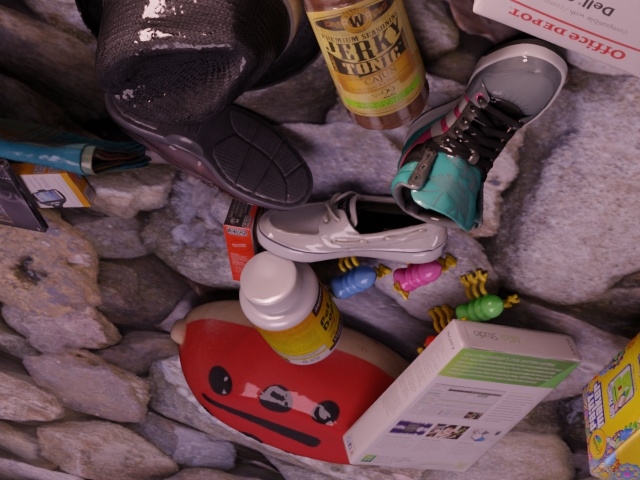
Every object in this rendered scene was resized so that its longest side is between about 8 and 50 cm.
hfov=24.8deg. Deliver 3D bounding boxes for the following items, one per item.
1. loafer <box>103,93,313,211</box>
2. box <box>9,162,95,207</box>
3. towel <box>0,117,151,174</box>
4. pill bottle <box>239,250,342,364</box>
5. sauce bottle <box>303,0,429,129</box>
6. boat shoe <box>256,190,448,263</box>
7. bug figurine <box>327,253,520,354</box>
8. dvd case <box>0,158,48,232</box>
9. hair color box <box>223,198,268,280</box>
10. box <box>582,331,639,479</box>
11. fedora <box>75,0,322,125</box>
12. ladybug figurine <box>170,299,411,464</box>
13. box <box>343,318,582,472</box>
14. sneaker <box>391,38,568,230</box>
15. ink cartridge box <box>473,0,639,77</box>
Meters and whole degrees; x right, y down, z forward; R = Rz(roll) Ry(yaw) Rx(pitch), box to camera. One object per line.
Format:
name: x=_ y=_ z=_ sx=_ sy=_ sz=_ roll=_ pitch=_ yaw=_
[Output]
loafer: x=-0.151 y=-0.130 z=1.944 sx=0.302 sy=0.109 sz=0.095 roll=29 pitch=163 yaw=-7
box: x=-0.413 y=-0.083 z=2.174 sx=0.136 sy=0.028 sz=0.081 roll=1 pitch=144 yaw=26
towel: x=-0.436 y=-0.144 z=1.945 sx=0.370 sy=0.040 sz=0.271 roll=12 pitch=-173 yaw=9
pill bottle: x=-0.046 y=0.095 z=2.121 sx=0.117 sy=0.117 sz=0.215 roll=4 pitch=157 yaw=18
sauce bottle: x=0.035 y=-0.268 z=1.634 sx=0.111 sy=0.111 sz=0.344 roll=1 pitch=144 yaw=22
boat shoe: x=0.041 y=-0.025 z=2.006 sx=0.267 sy=0.096 sz=0.088 roll=7 pitch=142 yaw=12
bug figurine: x=0.151 y=0.091 z=2.146 sx=0.279 sy=0.072 sz=0.216 roll=32 pitch=143 yaw=-22
dvd case: x=-0.536 y=-0.082 z=2.207 sx=0.221 sy=0.018 sz=0.164 roll=11 pitch=148 yaw=24
hair color box: x=-0.106 y=-0.005 z=2.115 sx=0.043 sy=0.072 sz=0.141 roll=10 pitch=147 yaw=11
box: x=0.567 y=0.244 z=2.029 sx=0.290 sy=0.177 sz=0.279 roll=27 pitch=125 yaw=-16
fedora: x=-0.156 y=-0.236 z=1.725 sx=0.334 sy=0.152 sz=0.334 roll=11 pitch=147 yaw=7
ladybug figurine: x=-0.039 y=0.242 z=2.366 sx=0.449 sy=0.162 sz=0.305 roll=20 pitch=147 yaw=-6
box: x=0.212 y=0.243 z=2.214 sx=0.232 sy=0.058 sz=0.322 roll=10 pitch=137 yaw=-33
sneaker: x=0.179 y=-0.107 z=1.746 sx=0.124 sy=0.178 sz=0.295 roll=27 pitch=145 yaw=-16
ink cartridge box: x=0.291 y=-0.297 z=1.473 sx=0.207 sy=0.119 sz=0.353 roll=20 pitch=146 yaw=-6
